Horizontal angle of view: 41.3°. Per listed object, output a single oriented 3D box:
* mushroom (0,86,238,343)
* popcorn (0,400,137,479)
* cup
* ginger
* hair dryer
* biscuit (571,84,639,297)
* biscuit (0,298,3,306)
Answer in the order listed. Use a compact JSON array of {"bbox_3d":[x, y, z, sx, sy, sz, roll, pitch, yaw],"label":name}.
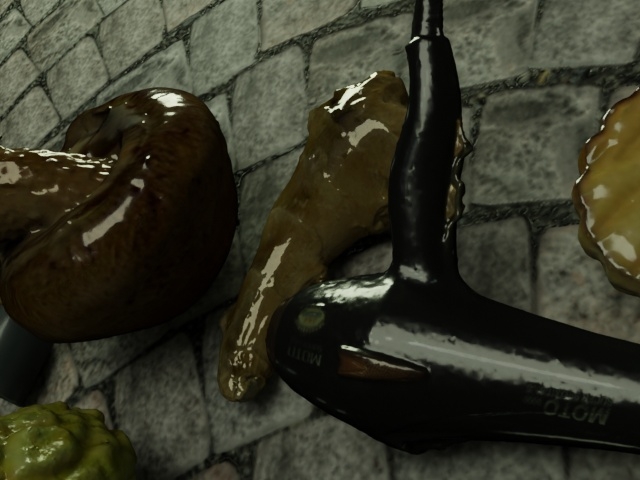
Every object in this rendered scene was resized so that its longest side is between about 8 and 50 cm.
[{"bbox_3d":[-0.202,-0.019,0.768,0.283,0.195,0.263,-6,49,15],"label":"mushroom"},{"bbox_3d":[-0.234,0.246,0.626,0.236,0.206,0.252,-5,90,18],"label":"popcorn"},{"bbox_3d":[-0.323,0.113,0.856,0.100,0.078,0.077,10,64,36],"label":"cup"},{"bbox_3d":[0.000,0.000,0.692,0.131,0.086,0.295,26,87,35],"label":"ginger"},{"bbox_3d":[0.098,-0.038,0.532,0.303,0.120,0.360,2,92,40],"label":"hair dryer"},{"bbox_3d":[0.226,-0.035,0.549,0.118,0.061,0.183,14,69,27],"label":"biscuit"},{"bbox_3d":[-0.412,0.099,0.958,0.141,0.038,0.290,-35,48,12],"label":"biscuit"}]
